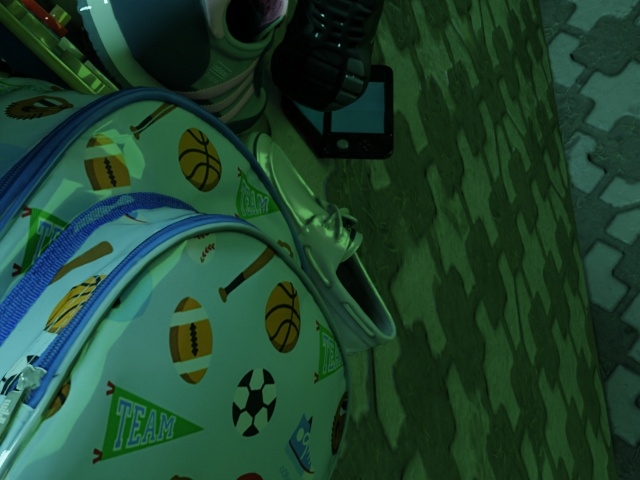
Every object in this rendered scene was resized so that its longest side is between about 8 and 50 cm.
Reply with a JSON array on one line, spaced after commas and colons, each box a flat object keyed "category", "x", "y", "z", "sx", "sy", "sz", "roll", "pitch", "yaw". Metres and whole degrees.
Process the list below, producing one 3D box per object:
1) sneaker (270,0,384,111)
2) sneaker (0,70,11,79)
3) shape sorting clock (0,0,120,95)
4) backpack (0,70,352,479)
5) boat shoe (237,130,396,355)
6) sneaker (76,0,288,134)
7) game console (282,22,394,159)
[{"category": "sneaker", "x": 0.024, "y": -0.225, "z": 1.017, "sx": 0.267, "sy": 0.101, "sz": 0.106, "roll": 118, "pitch": -5, "yaw": -59}, {"category": "sneaker", "x": -0.233, "y": -0.019, "z": 0.484, "sx": 0.229, "sy": 0.086, "sz": 0.132, "roll": -2, "pitch": 86, "yaw": -45}, {"category": "shape sorting clock", "x": -0.169, "y": -0.125, "z": 0.636, "sx": 0.206, "sy": 0.040, "sz": 0.206, "roll": 41, "pitch": 2, "yaw": -2}, {"category": "backpack", "x": -0.112, "y": 0.060, "z": 0.464, "sx": 0.276, "sy": 0.213, "sz": 0.263, "roll": 62, "pitch": 41, "yaw": -50}, {"category": "boat shoe", "x": 0.000, "y": 0.000, "z": 1.012, "sx": 0.258, "sy": 0.084, "sz": 0.095, "roll": 62, "pitch": 26, "yaw": -29}, {"category": "sneaker", "x": -0.073, "y": -0.160, "z": 0.848, "sx": 0.319, "sy": 0.131, "sz": 0.112, "roll": 1, "pitch": 67, "yaw": -78}, {"category": "game console", "x": 0.023, "y": -0.171, "z": 1.179, "sx": 0.085, "sy": 0.124, "sz": 0.144, "roll": 89, "pitch": 3, "yaw": -55}]
